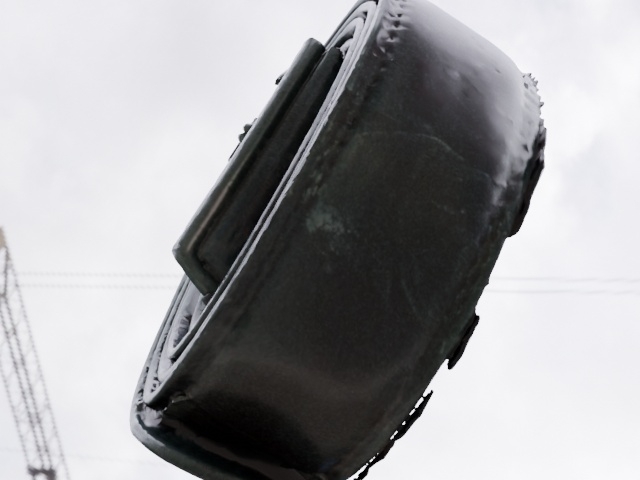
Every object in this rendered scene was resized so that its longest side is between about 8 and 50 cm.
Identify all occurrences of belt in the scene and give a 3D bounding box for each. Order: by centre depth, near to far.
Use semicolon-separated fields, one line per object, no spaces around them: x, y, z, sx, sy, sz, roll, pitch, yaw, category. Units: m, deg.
0.000;0.000;0.475;0.116;0.267;0.206;32;-46;-10;belt
